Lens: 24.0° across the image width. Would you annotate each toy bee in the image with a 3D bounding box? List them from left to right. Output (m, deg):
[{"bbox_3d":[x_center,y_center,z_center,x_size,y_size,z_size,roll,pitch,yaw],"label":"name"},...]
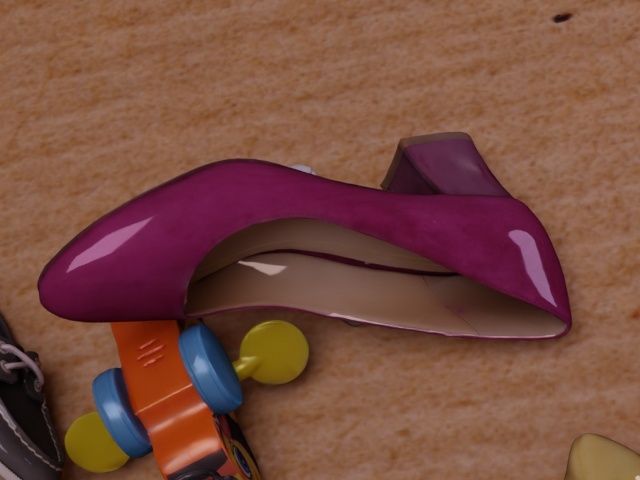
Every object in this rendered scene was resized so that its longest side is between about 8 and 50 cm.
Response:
[{"bbox_3d":[-0.105,0.150,1.149,0.195,0.162,0.298,-12,46,21],"label":"toy bee"}]

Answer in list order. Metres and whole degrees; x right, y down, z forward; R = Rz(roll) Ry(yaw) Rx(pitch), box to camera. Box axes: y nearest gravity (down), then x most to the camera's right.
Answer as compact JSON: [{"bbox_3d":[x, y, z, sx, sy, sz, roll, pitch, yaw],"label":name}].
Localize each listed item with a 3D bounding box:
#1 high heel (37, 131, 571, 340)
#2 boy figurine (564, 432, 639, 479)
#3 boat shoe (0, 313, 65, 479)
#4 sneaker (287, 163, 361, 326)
[{"bbox_3d":[-0.002,0.031,1.083,0.377,0.127,0.181,-17,58,-20],"label":"high heel"},{"bbox_3d":[0.235,0.269,1.028,0.177,0.092,0.285,-36,64,19],"label":"boy figurine"},{"bbox_3d":[-0.292,0.068,1.221,0.095,0.112,0.335,-45,58,-1],"label":"boat shoe"},{"bbox_3d":[0.000,0.000,1.200,0.061,0.054,0.152,-33,67,1],"label":"sneaker"}]
